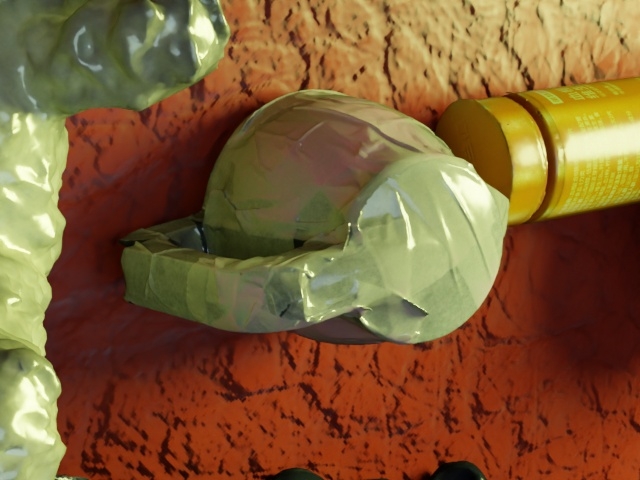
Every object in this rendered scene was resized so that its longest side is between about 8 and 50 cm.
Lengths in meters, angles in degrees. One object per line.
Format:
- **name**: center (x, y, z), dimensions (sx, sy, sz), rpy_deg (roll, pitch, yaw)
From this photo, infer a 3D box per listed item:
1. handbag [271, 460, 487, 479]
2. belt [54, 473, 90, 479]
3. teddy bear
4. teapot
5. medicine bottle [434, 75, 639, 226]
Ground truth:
- **handbag**: center (0.031, 0.323, 1.054), dimensions (0.303, 0.122, 0.329), rpy_deg (7, 96, -32)
- **belt**: center (-0.175, 0.257, 0.908), dimensions (0.128, 0.122, 0.218), rpy_deg (26, 86, -36)
- **teddy bear**: center (-0.203, -0.128, 0.698), dimensions (0.328, 0.375, 0.362), rpy_deg (9, 113, -9)
- **teapot**: center (0.005, -0.014, 0.924), dimensions (0.222, 0.178, 0.163), rpy_deg (12, 94, -32)
- **medicine bottle**: center (0.187, -0.066, 1.074), dimensions (0.192, 0.096, 0.096), rpy_deg (-10, 106, -29)
